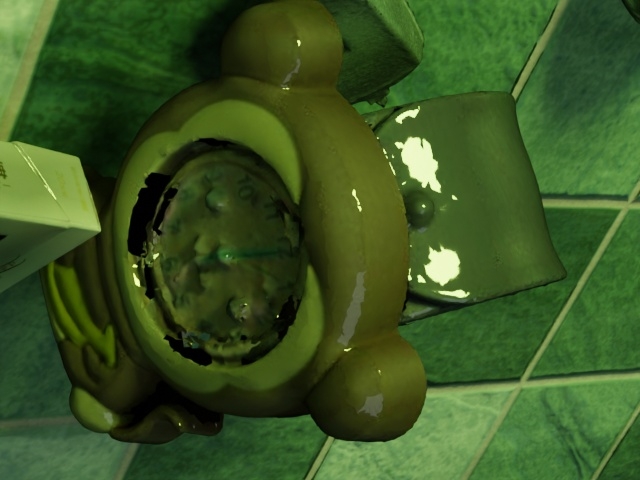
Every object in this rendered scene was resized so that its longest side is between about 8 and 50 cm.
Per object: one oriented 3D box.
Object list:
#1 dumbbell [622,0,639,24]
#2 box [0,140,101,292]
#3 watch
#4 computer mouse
[{"bbox_3d":[0.321,-0.321,1.270,0.179,0.179,0.406,-28,140,-15],"label":"dumbbell"},{"bbox_3d":[-0.283,-0.012,1.089,0.155,0.067,0.243,-28,162,25],"label":"box"},{"bbox_3d":[0.000,0.000,1.251,0.335,0.314,0.327,-19,174,34],"label":"watch"},{"bbox_3d":[0.010,-0.169,1.253,0.113,0.068,0.229,-23,157,11],"label":"computer mouse"}]
